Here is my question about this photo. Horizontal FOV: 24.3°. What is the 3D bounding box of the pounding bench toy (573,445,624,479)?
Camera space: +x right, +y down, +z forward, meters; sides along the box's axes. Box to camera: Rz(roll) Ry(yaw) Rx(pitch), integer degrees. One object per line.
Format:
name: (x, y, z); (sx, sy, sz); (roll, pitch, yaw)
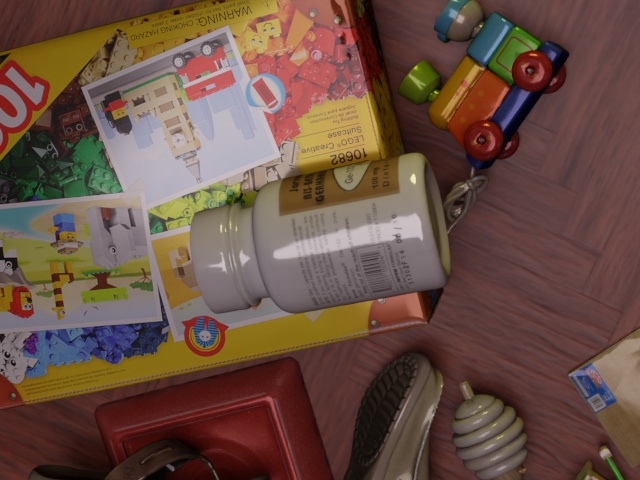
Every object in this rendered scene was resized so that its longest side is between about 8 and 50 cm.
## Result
pounding bench toy: (0.317, 0.276, 1.643); (0.065, 0.052, 0.083); (33, 104, 3)

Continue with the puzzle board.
puzzle board: (0.348, 0.174, 1.641); (0.096, 0.011, 0.128); (-34, 92, 15)

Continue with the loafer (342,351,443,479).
loafer: (0.084, 0.251, 1.662); (0.092, 0.102, 0.268); (14, 106, -21)

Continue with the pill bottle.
pill bottle: (0.000, 0.000, 1.413); (0.229, 0.131, 0.131); (-11, 98, 11)

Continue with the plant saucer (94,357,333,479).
plant saucer: (-0.117, 0.291, 1.729); (0.258, 0.048, 0.259); (-15, 97, 13)

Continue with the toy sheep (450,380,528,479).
toy sheep: (0.184, 0.214, 1.638); (0.091, 0.091, 0.132); (-31, 93, 14)

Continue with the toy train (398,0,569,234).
toy train: (0.140, -0.133, 1.584); (0.143, 0.105, 0.248); (38, 104, 13)

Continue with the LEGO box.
LEGO box: (-0.158, -0.054, 1.600); (0.500, 0.193, 0.372); (-13, 97, 12)

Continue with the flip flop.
flip flop: (-0.194, 0.260, 1.669); (0.277, 0.112, 0.080); (3, 86, 15)
